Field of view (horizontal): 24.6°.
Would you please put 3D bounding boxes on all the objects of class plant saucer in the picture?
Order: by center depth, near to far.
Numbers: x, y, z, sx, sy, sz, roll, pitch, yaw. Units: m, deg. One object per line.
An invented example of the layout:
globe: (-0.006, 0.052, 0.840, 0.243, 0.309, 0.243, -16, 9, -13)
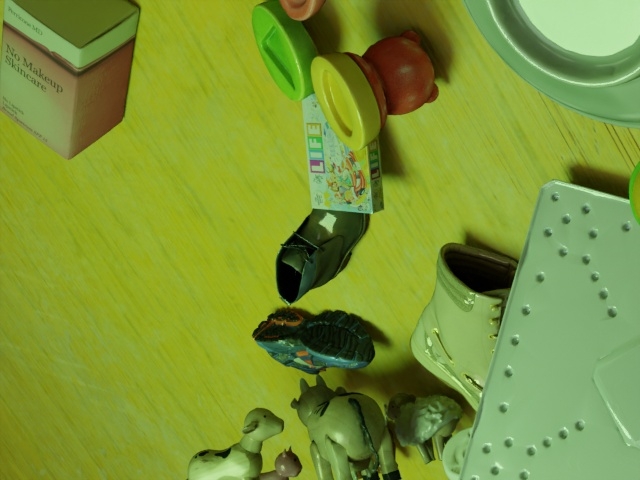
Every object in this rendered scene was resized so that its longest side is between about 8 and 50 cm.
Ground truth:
plant saucer: (0.275, -0.270, 1.485, 0.400, 0.100, 0.401, 26, 138, 26)

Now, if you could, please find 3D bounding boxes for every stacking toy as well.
stacking toy: (0.013, -0.289, 1.758, 0.279, 0.130, 0.309, 35, 148, 60)

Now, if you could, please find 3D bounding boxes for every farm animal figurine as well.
farm animal figurine: (-0.007, 0.282, 2.105, 0.326, 0.330, 0.172, -23, 83, 55)

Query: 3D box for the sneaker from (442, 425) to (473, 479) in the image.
sneaker: (0.340, 0.355, 1.994, 0.322, 0.130, 0.236, -1, 139, 32)

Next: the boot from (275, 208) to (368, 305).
boot: (0.000, 0.000, 1.989, 0.082, 0.106, 0.219, 33, 141, 18)

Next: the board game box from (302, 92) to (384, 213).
board game box: (0.029, -0.115, 1.882, 0.103, 0.026, 0.154, 6, 108, 40)

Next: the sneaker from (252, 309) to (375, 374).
sneaker: (0.001, 0.157, 2.169, 0.221, 0.083, 0.087, 8, 142, 47)

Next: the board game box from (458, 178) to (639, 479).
board game box: (0.378, 0.165, 1.641, 0.390, 0.050, 0.390, 18, 96, 32)

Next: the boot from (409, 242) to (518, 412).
boot: (0.242, 0.133, 1.889, 0.262, 0.095, 0.203, 37, 141, 22)

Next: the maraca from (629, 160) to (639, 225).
maraca: (0.419, -0.053, 1.548, 0.185, 0.099, 0.127, -8, 107, 24)

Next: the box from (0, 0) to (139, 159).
box: (-0.363, -0.257, 2.090, 0.148, 0.127, 0.232, 36, 142, 15)
